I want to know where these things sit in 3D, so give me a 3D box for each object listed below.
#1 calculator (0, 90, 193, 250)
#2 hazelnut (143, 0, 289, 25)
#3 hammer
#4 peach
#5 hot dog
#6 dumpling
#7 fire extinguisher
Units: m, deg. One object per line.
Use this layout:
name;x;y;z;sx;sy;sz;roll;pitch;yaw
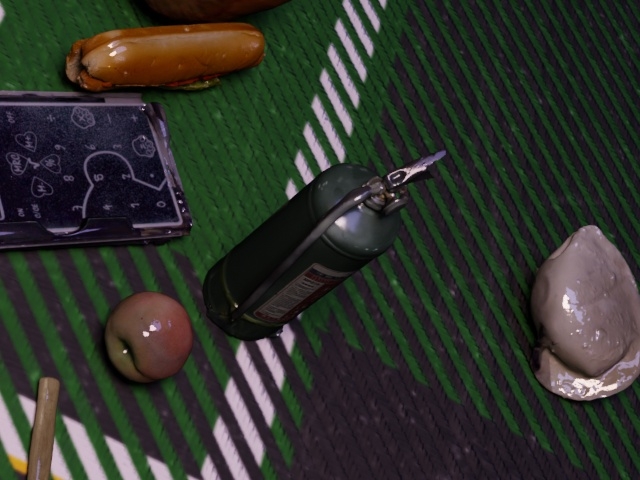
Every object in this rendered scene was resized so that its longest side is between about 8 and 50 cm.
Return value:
calculator;-0.253;-0.067;1.239;0.274;0.028;0.166;-4;67;-36
hazelnut;-0.111;-0.301;1.381;0.210;0.210;0.186;39;62;-10
hammer;-0.230;0.206;1.106;0.062;0.013;0.199;18;56;-26
peach;-0.150;0.084;1.187;0.083;0.083;0.083;17;56;-27
hot dog;-0.144;-0.181;1.341;0.235;0.092;0.062;-12;90;-40
dumpling;0.297;0.085;1.491;0.150;0.092;0.176;21;55;-20
fire extinguisher;0.000;0.000;1.197;0.118;0.294;0.093;-21;79;-40
